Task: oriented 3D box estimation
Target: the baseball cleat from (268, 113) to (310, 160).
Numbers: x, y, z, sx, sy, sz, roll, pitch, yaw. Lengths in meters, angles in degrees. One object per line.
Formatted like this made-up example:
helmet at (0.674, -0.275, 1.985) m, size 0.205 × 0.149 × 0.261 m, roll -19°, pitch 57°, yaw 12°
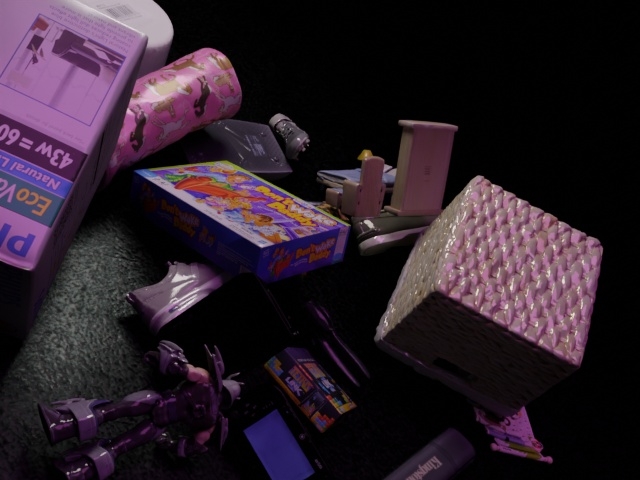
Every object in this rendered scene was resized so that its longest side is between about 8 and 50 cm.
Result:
baseball cleat at (-0.079, -0.244, 1.678) m, size 0.109 × 0.072 × 0.206 m, roll 40°, pitch 5°, yaw -7°

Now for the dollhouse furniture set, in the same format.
dollhouse furniture set at (0.104, -0.186, 1.617) m, size 0.286 × 0.198 × 0.303 m, roll -3°, pitch 17°, yaw -37°

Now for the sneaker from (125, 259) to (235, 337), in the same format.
sneaker at (-0.216, 0.063, 1.259) m, size 0.115 × 0.105 × 0.281 m, roll 39°, pitch 36°, yaw 11°

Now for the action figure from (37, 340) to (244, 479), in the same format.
action figure at (-0.235, 0.240, 1.009) m, size 0.285 × 0.099 × 0.185 m, roll -14°, pitch 102°, yaw -30°

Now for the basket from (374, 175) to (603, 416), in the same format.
basket at (0.336, 0.111, 1.425) m, size 0.328 × 0.266 × 0.331 m, roll 29°, pitch 55°, yaw -1°

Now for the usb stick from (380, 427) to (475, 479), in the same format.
usb stick at (0.176, 0.406, 1.237) m, size 0.278 × 0.045 × 0.077 m, roll -19°, pitch 63°, yaw -46°

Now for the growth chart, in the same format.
growth chart at (0.369, 0.342, 1.475) m, size 0.172 × 0.021 × 0.237 m, roll 14°, pitch 41°, yaw -24°

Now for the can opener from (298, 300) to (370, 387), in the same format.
can opener at (0.022, 0.196, 1.342) m, size 0.186 × 0.059 × 0.073 m, roll 55°, pitch 14°, yaw 10°

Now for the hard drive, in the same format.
hard drive at (-0.202, -0.198, 1.590) m, size 0.254 × 0.054 × 0.172 m, roll -1°, pitch 50°, yaw -37°

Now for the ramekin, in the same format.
ramekin at (-0.466, -0.462, 1.606) m, size 0.277 × 0.135 × 0.277 m, roll 21°, pitch 40°, yaw -19°

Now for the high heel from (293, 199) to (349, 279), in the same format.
high heel at (0.000, 0.000, 1.499) m, size 0.186 × 0.093 × 0.261 m, roll 13°, pitch 36°, yaw -23°

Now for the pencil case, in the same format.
pencil case at (-0.328, -0.241, 1.397) m, size 0.160 × 0.167 × 0.386 m, roll 23°, pitch 43°, yaw 29°

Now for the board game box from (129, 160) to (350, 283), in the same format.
board game box at (-0.152, -0.044, 1.328) m, size 0.347 × 0.078 × 0.233 m, roll 29°, pitch 27°, yaw 33°

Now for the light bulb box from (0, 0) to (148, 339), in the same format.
light bulb box at (-0.428, -0.101, 0.984) m, size 0.225 × 0.358 × 0.361 m, roll 24°, pitch 62°, yaw -13°

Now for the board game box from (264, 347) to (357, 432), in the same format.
board game box at (-0.012, 0.244, 1.193) m, size 0.141 × 0.048 × 0.170 m, roll 48°, pitch 2°, yaw 13°

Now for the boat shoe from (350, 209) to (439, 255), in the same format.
boat shoe at (0.197, -0.038, 1.669) m, size 0.305 × 0.109 × 0.091 m, roll -11°, pitch 72°, yaw -39°

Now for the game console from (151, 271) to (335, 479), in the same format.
game console at (-0.093, 0.244, 1.099) m, size 0.361 × 0.213 × 0.044 m, roll 57°, pitch 11°, yaw 8°
